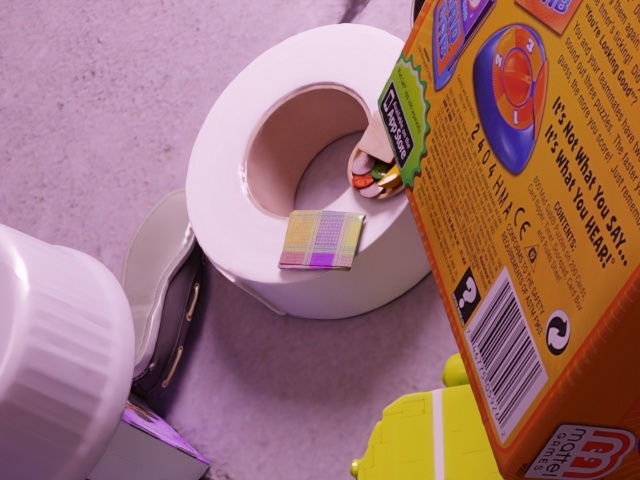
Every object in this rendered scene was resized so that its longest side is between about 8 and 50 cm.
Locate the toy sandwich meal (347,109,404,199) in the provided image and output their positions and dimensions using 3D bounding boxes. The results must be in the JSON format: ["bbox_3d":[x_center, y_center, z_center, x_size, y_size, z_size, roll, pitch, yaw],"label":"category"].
[{"bbox_3d":[0.057,-0.078,1.296,0.086,0.029,0.085,-15,59,26],"label":"toy sandwich meal"}]

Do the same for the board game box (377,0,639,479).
[{"bbox_3d":[0.295,-0.083,0.929,0.356,0.356,0.356,-105,30,-42],"label":"board game box"}]

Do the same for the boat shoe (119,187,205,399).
[{"bbox_3d":[-0.163,0.053,1.474,0.081,0.068,0.227,-1,57,32],"label":"boat shoe"}]

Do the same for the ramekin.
[{"bbox_3d":[-0.316,0.112,1.287,0.277,0.135,0.277,-15,59,28],"label":"ramekin"}]

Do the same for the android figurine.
[{"bbox_3d":[0.144,0.205,1.207,0.273,0.056,0.248,-15,59,25],"label":"android figurine"}]

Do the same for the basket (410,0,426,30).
[{"bbox_3d":[0.199,-0.164,1.250,0.154,0.227,0.204,-5,65,31],"label":"basket"}]

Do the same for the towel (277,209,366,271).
[{"bbox_3d":[0.000,0.000,1.306,0.083,0.009,0.060,1,66,33],"label":"towel"}]

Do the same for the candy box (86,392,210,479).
[{"bbox_3d":[-0.227,0.170,1.395,0.196,0.165,0.070,35,88,39],"label":"candy box"}]

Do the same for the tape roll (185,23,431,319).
[{"bbox_3d":[0.008,-0.067,1.407,0.286,0.100,0.286,-14,60,26],"label":"tape roll"}]
